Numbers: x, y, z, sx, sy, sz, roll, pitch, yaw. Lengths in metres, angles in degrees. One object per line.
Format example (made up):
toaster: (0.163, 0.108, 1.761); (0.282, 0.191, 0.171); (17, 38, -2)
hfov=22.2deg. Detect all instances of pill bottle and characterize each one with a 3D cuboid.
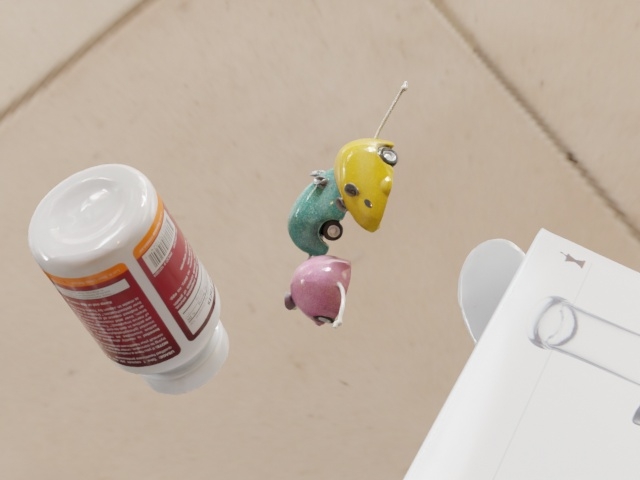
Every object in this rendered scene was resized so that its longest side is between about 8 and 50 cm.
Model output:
pill bottle: (-0.116, 0.030, 1.037); (0.086, 0.152, 0.086); (-13, 46, 14)

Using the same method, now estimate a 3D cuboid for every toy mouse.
toy mouse: (0.000, 0.000, 0.971); (0.031, 0.143, 0.161); (21, 52, -15)

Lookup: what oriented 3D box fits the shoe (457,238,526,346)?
shoe: (0.154, 0.089, 1.269); (0.063, 0.081, 0.178); (-19, 52, 10)

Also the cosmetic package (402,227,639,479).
cosmetic package: (0.165, 0.161, 0.689); (0.284, 0.377, 0.097); (23, 120, 9)
